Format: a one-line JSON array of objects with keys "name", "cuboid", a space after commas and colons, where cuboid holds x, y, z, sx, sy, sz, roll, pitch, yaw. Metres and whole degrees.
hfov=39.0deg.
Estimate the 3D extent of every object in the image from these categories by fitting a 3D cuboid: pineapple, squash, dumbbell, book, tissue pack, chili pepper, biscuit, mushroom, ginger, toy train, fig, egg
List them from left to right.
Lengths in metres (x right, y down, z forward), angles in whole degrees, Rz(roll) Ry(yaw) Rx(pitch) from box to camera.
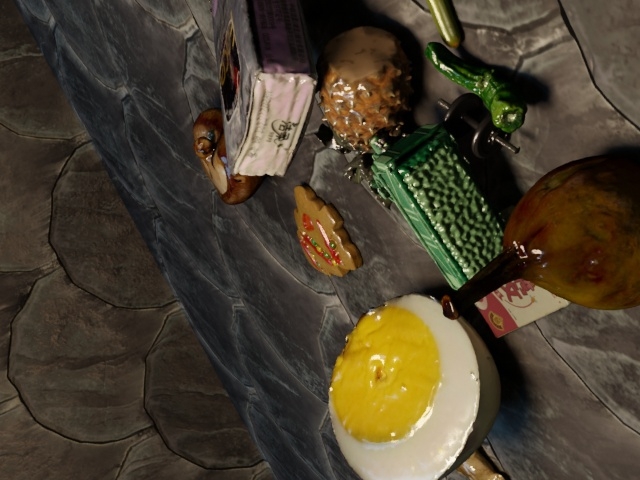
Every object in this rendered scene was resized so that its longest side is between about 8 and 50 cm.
[{"name": "mushroom", "cuboid": [-0.186, -0.181, 1.929, 0.231, 0.138, 0.194, 56, 173, 37]}, {"name": "tissue pack", "cuboid": [-0.095, -0.310, 1.400, 0.259, 0.122, 0.361, 111, 154, -58]}, {"name": "biscuit", "cuboid": [0.000, 0.000, 1.862, 0.212, 0.041, 0.239, 51, 155, 15]}, {"name": "pineapple", "cuboid": [0.068, -0.177, 1.389, 0.170, 0.141, 0.310, 19, 148, 22]}, {"name": "egg", "cuboid": [0.188, 0.261, 1.565, 0.337, 0.201, 0.337, -10, 75, 42]}, {"name": "toy train", "cuboid": [0.170, -0.049, 1.272, 0.269, 0.115, 0.154, 56, 168, -14]}, {"name": "squash", "cuboid": [0.162, -0.292, 1.187, 0.027, 0.027, 0.083, 8, 126, 62]}, {"name": "ginger", "cuboid": [0.264, 0.422, 1.779, 0.294, 0.086, 0.131, 45, 131, 22]}, {"name": "dumbbell", "cuboid": [0.208, -0.154, 1.205, 0.147, 0.069, 0.069, 42, 151, 37]}, {"name": "chili pepper", "cuboid": [0.207, -0.199, 1.157, 0.182, 0.073, 0.050, 47, 131, 41]}, {"name": "book", "cuboid": [0.279, 0.053, 1.371, 0.162, 0.022, 0.232, 57, 158, 7]}, {"name": "fig", "cuboid": [0.275, 0.001, 1.012, 0.190, 0.290, 0.191, 11, 104, 49]}]
